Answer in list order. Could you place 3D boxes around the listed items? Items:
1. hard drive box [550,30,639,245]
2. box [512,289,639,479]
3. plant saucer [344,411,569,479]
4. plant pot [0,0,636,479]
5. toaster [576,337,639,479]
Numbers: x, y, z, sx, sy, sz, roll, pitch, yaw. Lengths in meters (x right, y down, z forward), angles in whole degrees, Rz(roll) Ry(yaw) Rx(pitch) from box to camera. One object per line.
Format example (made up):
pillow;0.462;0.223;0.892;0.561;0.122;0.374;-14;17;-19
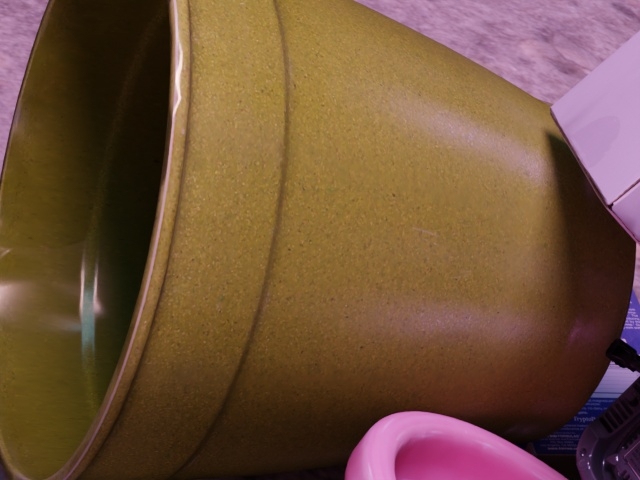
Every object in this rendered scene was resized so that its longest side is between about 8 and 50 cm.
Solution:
hard drive box;0.253;0.001;0.971;0.232;0.089;0.181;44;13;-18
box;0.191;0.090;1.239;0.136;0.036;0.225;3;40;-14
plant saucer;0.134;0.235;0.907;0.332;0.084;0.332;35;15;-11
plant pot;0.000;0.000;1.084;0.353;0.366;0.366;10;36;-25
toaster;0.259;0.165;1.000;0.146;0.129;0.227;32;16;-39
